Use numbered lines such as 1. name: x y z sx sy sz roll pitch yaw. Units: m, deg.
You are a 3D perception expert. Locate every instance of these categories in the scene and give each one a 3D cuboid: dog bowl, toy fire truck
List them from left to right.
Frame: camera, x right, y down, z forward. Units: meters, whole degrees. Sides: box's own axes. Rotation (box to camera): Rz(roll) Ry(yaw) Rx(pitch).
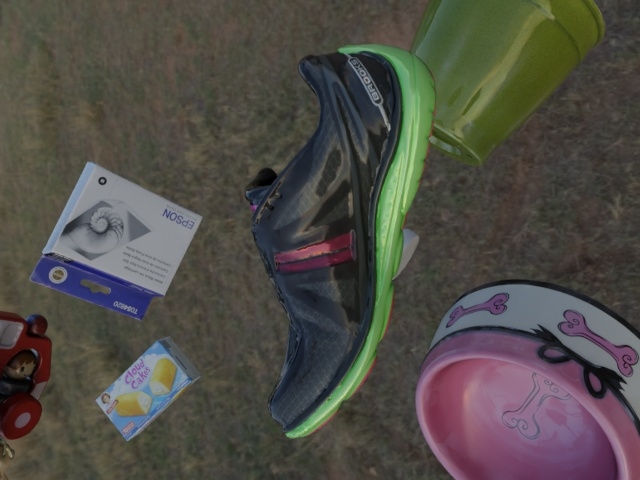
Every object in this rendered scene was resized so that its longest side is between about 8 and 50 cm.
1. toy fire truck: -0.690 0.269 1.451 0.169 0.302 0.254 27 90 29
2. dog bowl: 0.329 0.272 1.074 0.408 0.150 0.408 23 131 29

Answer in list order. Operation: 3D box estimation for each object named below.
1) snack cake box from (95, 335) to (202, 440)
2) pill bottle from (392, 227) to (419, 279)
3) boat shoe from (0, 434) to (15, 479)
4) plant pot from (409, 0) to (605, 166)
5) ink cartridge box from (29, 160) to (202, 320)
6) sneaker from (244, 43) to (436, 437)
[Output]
1. snack cake box: -0.487 0.417 1.945 0.264 0.089 0.152 -44 83 9
2. pill bottle: 0.096 -0.027 1.725 0.278 0.162 0.162 33 127 18
3. boat shoe: -0.634 0.402 1.287 0.109 0.098 0.302 45 138 22
4. plant pot: 0.328 -0.361 1.435 0.353 0.366 0.366 -57 41 2
5. ink cartridge box: -0.345 0.011 1.182 0.045 0.223 0.224 23 86 53
6. sneaker: 0.000 0.000 0.847 0.185 0.202 0.483 -76 -3 -86
